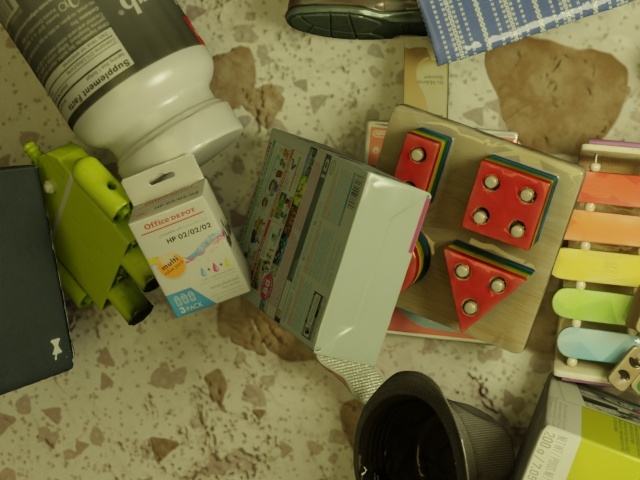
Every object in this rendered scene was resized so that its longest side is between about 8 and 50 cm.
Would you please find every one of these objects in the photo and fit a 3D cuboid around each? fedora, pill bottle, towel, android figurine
[{"bbox_3d":[0.157,0.284,1.765,0.124,0.275,0.243,-4,70,-30],"label":"fedora"},{"bbox_3d":[-0.270,-0.250,1.805,0.210,0.210,0.363,-34,88,11],"label":"pill bottle"},{"bbox_3d":[0.267,-0.387,1.749,0.336,0.040,0.243,-19,93,-4],"label":"towel"},{"bbox_3d":[-0.314,-0.018,1.846,0.273,0.056,0.248,48,141,13],"label":"android figurine"}]

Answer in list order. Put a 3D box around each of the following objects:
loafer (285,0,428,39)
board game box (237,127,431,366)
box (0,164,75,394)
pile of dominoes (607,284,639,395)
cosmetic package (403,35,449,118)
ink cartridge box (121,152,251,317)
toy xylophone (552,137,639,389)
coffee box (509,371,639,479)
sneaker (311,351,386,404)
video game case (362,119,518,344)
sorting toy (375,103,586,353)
[{"bbox_3d":[0.089,-0.314,1.807,0.268,0.096,0.084,3,75,3],"label":"loafer"},{"bbox_3d":[0.000,0.000,1.729,0.098,0.303,0.224,15,98,-28],"label":"board game box"},{"bbox_3d":[-0.649,0.095,1.711,0.472,0.480,0.297,-7,94,25],"label":"box"},{"bbox_3d":[0.503,0.131,1.729,0.251,0.040,0.196,19,94,-12],"label":"pile of dominoes"},{"bbox_3d":[0.139,-0.208,1.807,0.060,0.041,0.115,-1,81,9],"label":"cosmetic package"},{"bbox_3d":[-0.170,-0.006,1.722,0.104,0.061,0.181,-21,113,9],"label":"ink cartridge box"},{"bbox_3d":[0.403,0.028,1.768,0.236,0.081,0.322,-1,94,10],"label":"toy xylophone"},{"bbox_3d":[0.373,0.398,1.667,0.334,0.338,0.337,21,97,8],"label":"coffee box"},{"bbox_3d":[0.036,0.167,1.865,0.051,0.070,0.134,-47,115,1],"label":"sneaker"},{"bbox_3d":[0.149,-0.012,1.840,0.204,0.025,0.285,6,95,10],"label":"video game case"},{"bbox_3d":[0.168,-0.009,1.740,0.257,0.089,0.255,21,108,16],"label":"sorting toy"}]
